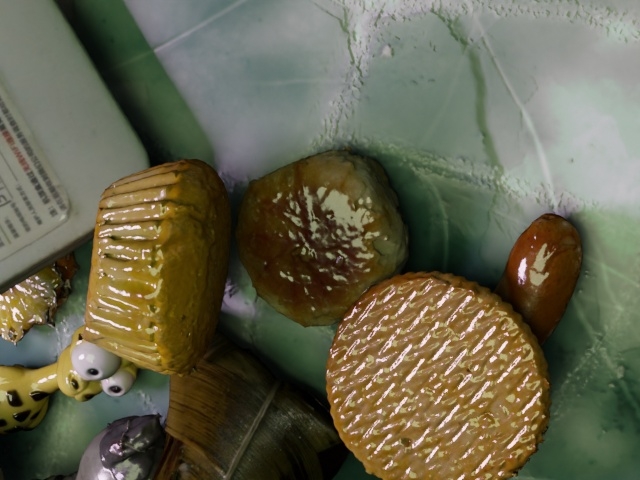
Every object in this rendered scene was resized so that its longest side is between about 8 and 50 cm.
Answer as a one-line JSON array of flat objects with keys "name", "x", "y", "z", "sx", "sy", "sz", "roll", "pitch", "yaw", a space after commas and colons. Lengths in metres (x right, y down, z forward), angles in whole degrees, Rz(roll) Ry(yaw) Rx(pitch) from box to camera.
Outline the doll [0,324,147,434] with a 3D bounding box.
[{"name": "doll", "x": -0.316, "y": 0.166, "z": 1.904, "sx": 0.291, "sy": 0.086, "sz": 0.117, "roll": -23, "pitch": 134, "yaw": 23}]

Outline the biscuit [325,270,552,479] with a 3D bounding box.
[{"name": "biscuit", "x": 0.122, "y": 0.152, "z": 1.669, "sx": 0.254, "sy": 0.035, "sz": 0.254, "roll": 6, "pitch": 106, "yaw": 23}]

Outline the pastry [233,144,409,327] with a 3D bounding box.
[{"name": "pastry", "x": 0.000, "y": 0.000, "z": 1.733, "sx": 0.192, "sy": 0.093, "sz": 0.182, "roll": -23, "pitch": 95, "yaw": 25}]

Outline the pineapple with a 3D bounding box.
[{"name": "pineapple", "x": -0.382, "y": 0.030, "z": 1.921, "sx": 0.221, "sy": 0.047, "sz": 0.221, "roll": 6, "pitch": 104, "yaw": 24}]

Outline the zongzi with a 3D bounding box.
[{"name": "zongzi", "x": -0.148, "y": 0.212, "z": 1.755, "sx": 0.288, "sy": 0.286, "sz": 0.134, "roll": 46, "pitch": 138, "yaw": 11}]

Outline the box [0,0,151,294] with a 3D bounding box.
[{"name": "box", "x": -0.439, "y": -0.122, "z": 1.781, "sx": 0.396, "sy": 0.111, "sz": 0.396, "roll": -31, "pitch": 89, "yaw": -7}]

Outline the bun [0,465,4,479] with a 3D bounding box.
[{"name": "bun", "x": -0.549, "y": 0.276, "z": 1.893, "sx": 0.361, "sy": 0.361, "sz": 0.213, "roll": 9, "pitch": 98, "yaw": 19}]

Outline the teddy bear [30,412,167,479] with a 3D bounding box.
[{"name": "teddy bear", "x": -0.238, "y": 0.297, "z": 1.885, "sx": 0.251, "sy": 0.144, "sz": 0.171, "roll": -39, "pitch": 117, "yaw": 15}]

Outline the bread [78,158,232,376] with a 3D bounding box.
[{"name": "bread", "x": -0.170, "y": 0.024, "z": 1.705, "sx": 0.139, "sy": 0.240, "sz": 0.240, "roll": 11, "pitch": 107, "yaw": 6}]

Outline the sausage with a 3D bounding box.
[{"name": "sausage", "x": 0.179, "y": 0.098, "z": 1.694, "sx": 0.103, "sy": 0.076, "sz": 0.302, "roll": 44, "pitch": 114, "yaw": 3}]
